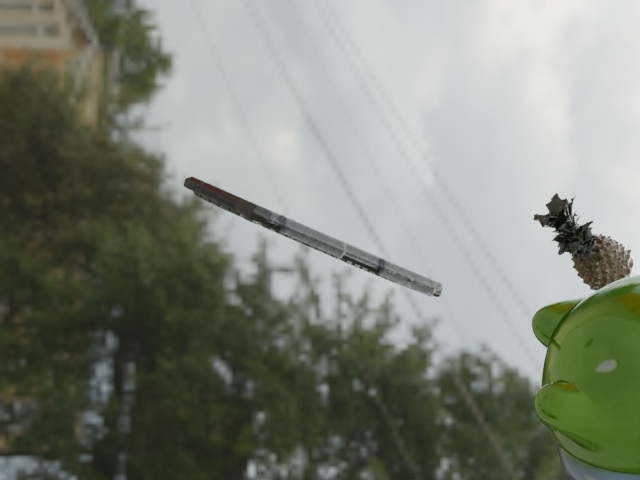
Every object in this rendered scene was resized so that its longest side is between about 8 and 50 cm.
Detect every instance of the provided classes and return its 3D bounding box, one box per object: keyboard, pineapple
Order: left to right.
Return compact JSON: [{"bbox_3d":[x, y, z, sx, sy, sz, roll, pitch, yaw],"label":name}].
[{"bbox_3d":[0.000,0.001,1.413,0.106,0.262,0.016,23,-90,40],"label":"keyboard"},{"bbox_3d":[0.249,0.000,1.674,0.058,0.124,0.058,-36,-149,26],"label":"pineapple"}]

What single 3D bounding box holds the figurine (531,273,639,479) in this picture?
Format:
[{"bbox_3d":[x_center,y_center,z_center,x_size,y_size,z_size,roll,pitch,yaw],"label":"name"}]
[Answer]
[{"bbox_3d":[0.262,0.104,1.098,0.162,0.263,0.143,-81,-176,-50],"label":"figurine"}]
